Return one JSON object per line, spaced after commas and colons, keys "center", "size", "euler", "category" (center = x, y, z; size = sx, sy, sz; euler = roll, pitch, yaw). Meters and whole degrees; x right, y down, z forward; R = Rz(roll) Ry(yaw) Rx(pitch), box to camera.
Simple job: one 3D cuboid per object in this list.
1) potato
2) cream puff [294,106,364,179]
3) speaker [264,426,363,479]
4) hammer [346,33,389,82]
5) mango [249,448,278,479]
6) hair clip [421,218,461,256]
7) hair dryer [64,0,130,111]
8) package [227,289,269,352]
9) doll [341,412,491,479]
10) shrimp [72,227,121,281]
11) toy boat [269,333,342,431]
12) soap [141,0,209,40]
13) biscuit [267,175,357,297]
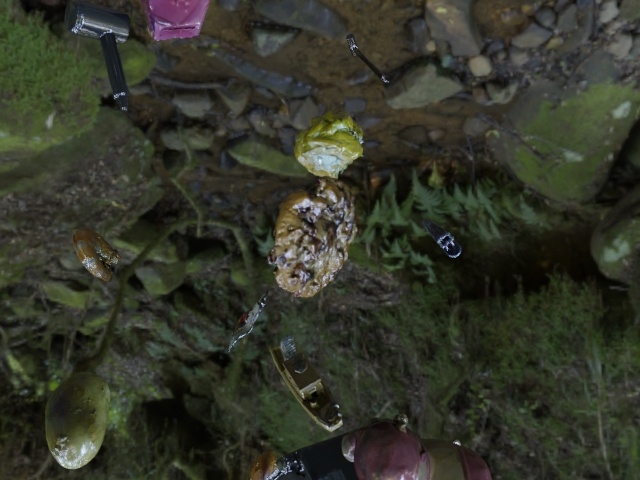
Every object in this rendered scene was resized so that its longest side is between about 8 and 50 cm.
{"center": [-0.770, 0.562, 1.890], "size": [0.210, 0.307, 0.173], "euler": [-24, 135, 6], "category": "potato"}
{"center": [0.023, -0.298, 1.780], "size": [0.195, 0.194, 0.221], "euler": [8, 156, -31], "category": "cream puff"}
{"center": [0.013, 0.494, 1.143], "size": [0.254, 0.184, 0.232], "euler": [-3, 141, -41], "category": "speaker"}
{"center": [0.110, -0.421, 1.412], "size": [0.021, 0.178, 0.065], "euler": [-31, 143, 0], "category": "hammer"}
{"center": [-0.133, 0.560, 1.424], "size": [0.063, 0.127, 0.077], "euler": [7, -173, 45], "category": "mango"}
{"center": [0.354, -0.032, 1.843], "size": [0.083, 0.048, 0.275], "euler": [43, -170, -20], "category": "hair clip"}
{"center": [-0.441, -0.371, 1.223], "size": [0.114, 0.248, 0.070], "euler": [0, 158, -44], "category": "hair dryer"}
{"center": [-0.202, 0.219, 1.662], "size": [0.040, 0.166, 0.232], "euler": [35, -174, -4], "category": "package"}
{"center": [0.161, 0.394, 0.972], "size": [0.256, 0.196, 0.152], "euler": [25, 146, -17], "category": "doll"}
{"center": [-0.595, 0.052, 1.643], "size": [0.063, 0.152, 0.287], "euler": [-29, 166, -4], "category": "shrimp"}
{"center": [-0.040, 0.383, 1.631], "size": [0.089, 0.321, 0.121], "euler": [-27, 138, -18], "category": "toy boat"}
{"center": [-0.311, -0.557, 1.310], "size": [0.162, 0.250, 0.099], "euler": [18, 171, -23], "category": "soap"}
{"center": [0.002, -0.004, 1.371], "size": [0.081, 0.289, 0.334], "euler": [20, 180, 26], "category": "biscuit"}
